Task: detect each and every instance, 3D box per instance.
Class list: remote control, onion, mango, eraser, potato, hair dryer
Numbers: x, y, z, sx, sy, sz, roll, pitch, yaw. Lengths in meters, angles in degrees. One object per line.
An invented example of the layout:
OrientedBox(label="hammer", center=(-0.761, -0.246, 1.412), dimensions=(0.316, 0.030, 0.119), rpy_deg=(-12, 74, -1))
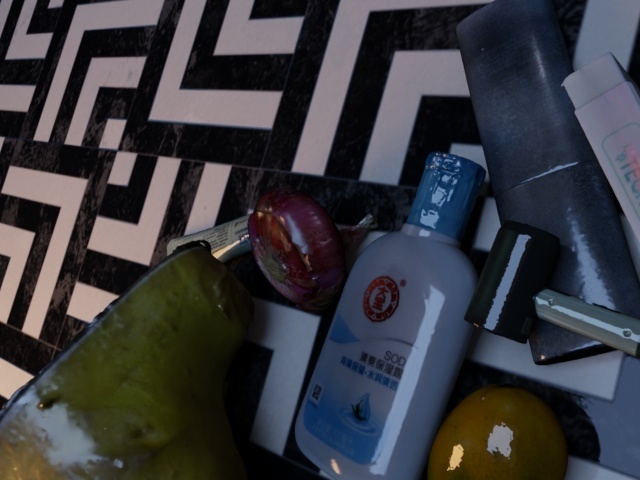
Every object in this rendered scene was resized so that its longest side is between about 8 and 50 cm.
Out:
OrientedBox(label="remote control", center=(0.215, -0.075, 0.672), dimensions=(0.107, 0.044, 0.378), rpy_deg=(-24, 63, 35))
OrientedBox(label="onion", center=(0.000, 0.000, 0.784), dimensions=(0.140, 0.150, 0.150), rpy_deg=(-27, 50, -21))
OrientedBox(label="mango", center=(0.147, 0.201, 0.611), dimensions=(0.163, 0.089, 0.111), rpy_deg=(-55, 48, 24))
OrientedBox(label="eraser", center=(0.280, -0.043, 0.579), dimensions=(0.052, 0.095, 0.225), rpy_deg=(-31, 60, 31))
OrientedBox(label="potato", center=(-0.168, 0.245, 0.788), dimensions=(0.296, 0.290, 0.397), rpy_deg=(41, 62, 10))
OrientedBox(label="hair dryer", center=(0.222, 0.058, 0.571), dimensions=(0.197, 0.057, 0.100), rpy_deg=(24, 94, 34))

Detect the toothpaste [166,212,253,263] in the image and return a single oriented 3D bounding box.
OrientedBox(label="toothpaste", center=(-0.116, -0.002, 0.907), dimensions=(0.255, 0.037, 0.067), rpy_deg=(-20, 69, 34))

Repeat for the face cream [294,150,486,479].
OrientedBox(label="face cream", center=(0.083, 0.077, 0.698), dimensions=(0.163, 0.080, 0.337), rpy_deg=(19, 89, 49))
